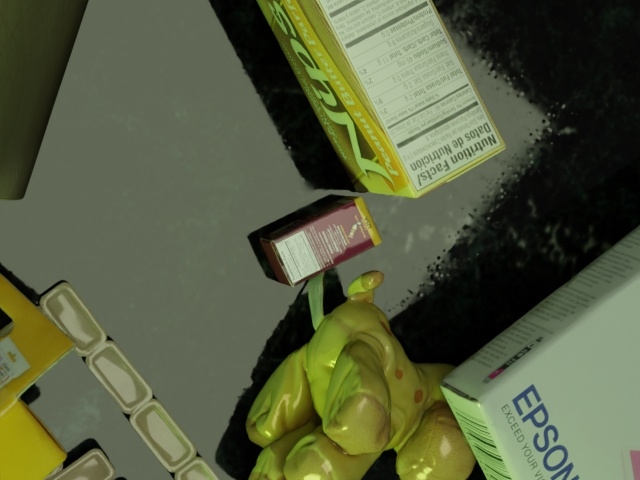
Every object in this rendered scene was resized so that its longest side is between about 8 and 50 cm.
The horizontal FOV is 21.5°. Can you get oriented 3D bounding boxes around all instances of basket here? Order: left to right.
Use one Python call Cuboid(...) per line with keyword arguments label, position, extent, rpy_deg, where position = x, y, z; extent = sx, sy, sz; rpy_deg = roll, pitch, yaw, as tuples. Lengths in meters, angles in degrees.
Cuboid(label="basket", position=(-0.264, -0.151, 1.247), extent=(0.204, 0.154, 0.227), rpy_deg=(7, 95, -20))

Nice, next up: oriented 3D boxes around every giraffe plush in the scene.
Cuboid(label="giraffe plush", position=(0.057, 0.140, 1.344), extent=(0.170, 0.181, 0.210), rpy_deg=(28, 52, -23))

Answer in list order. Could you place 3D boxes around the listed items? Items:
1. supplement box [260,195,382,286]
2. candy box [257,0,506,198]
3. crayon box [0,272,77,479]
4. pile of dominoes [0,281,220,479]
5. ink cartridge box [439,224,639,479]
Cuboid(label="supplement box", position=(0.000, 0.000, 1.358), extent=(0.083, 0.055, 0.043), rpy_deg=(-26, 98, -9))
Cuboid(label="candy box", position=(0.011, -0.189, 1.285), extent=(0.087, 0.183, 0.316), rpy_deg=(-30, 99, -9))
Cuboid(label="crayon box", position=(-0.327, 0.157, 1.205), extent=(0.323, 0.203, 0.083), rpy_deg=(-42, 136, -13))
Cuboid(label="pile of dominoes", position=(-0.204, 0.189, 1.343), extent=(0.196, 0.040, 0.251), rpy_deg=(-37, 92, -6))
Cuboid(label="ink cartridge box", position=(0.293, 0.150, 1.364), extent=(0.330, 0.071, 0.324), rpy_deg=(-36, 116, -15))
